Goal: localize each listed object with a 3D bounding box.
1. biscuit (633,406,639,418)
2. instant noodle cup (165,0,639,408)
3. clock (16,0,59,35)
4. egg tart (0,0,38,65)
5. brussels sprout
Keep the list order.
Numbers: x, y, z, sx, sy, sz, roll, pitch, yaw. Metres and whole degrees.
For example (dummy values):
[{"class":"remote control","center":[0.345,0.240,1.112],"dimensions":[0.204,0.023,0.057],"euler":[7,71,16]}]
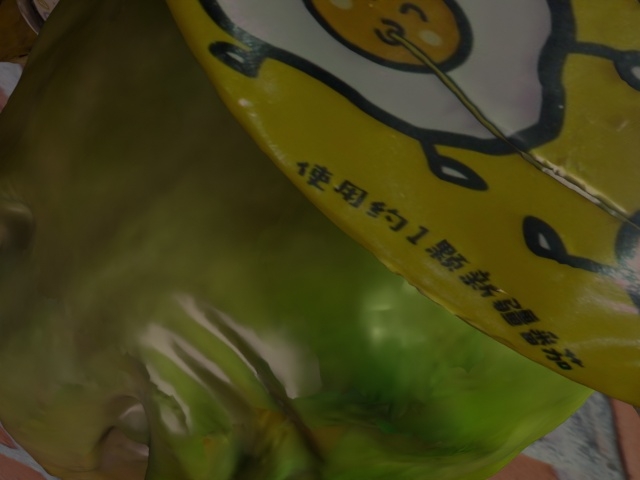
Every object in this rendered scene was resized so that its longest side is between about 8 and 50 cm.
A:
[{"class":"biscuit","center":[0.311,0.022,0.635],"dimensions":[0.144,0.078,0.426],"euler":[39,141,-19]},{"class":"instant noodle cup","center":[0.147,-0.118,0.458],"dimensions":[0.326,0.254,0.325],"euler":[24,155,12]},{"class":"clock","center":[-0.080,-0.131,0.896],"dimensions":[0.144,0.103,0.231],"euler":[16,151,48]},{"class":"egg tart","center":[-0.241,-0.164,1.065],"dimensions":[0.191,0.074,0.191],"euler":[27,153,15]},{"class":"brussels sprout","center":[0.000,0.000,0.761],"dimensions":[0.344,0.268,0.344],"euler":[-8,137,-7]}]
